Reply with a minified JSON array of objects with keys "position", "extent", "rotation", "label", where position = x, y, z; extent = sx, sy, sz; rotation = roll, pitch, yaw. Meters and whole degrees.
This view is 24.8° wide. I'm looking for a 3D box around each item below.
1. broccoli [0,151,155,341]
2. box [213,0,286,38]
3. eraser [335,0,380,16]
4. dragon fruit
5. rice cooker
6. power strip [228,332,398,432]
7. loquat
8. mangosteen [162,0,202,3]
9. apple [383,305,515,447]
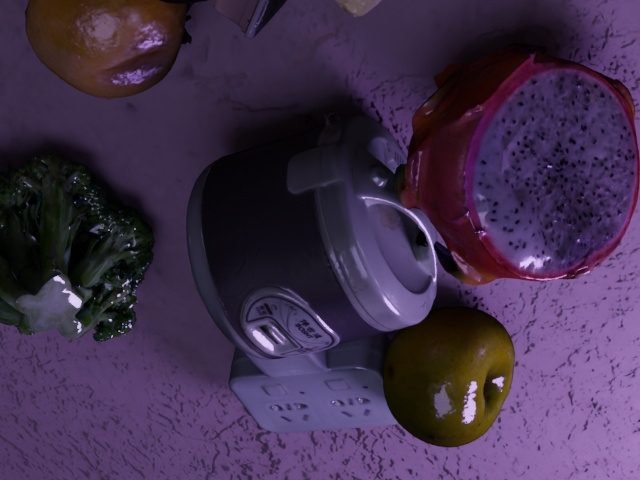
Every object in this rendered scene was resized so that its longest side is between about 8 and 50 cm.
[{"position":[-0.370,0.024,1.949],"extent":[0.294,0.245,0.265],"rotation":[17,116,-34],"label":"broccoli"},{"position":[-0.070,-0.301,1.683],"extent":[0.062,0.122,0.089],"rotation":[31,131,3],"label":"box"},{"position":[0.029,-0.334,1.594],"extent":[0.117,0.172,0.058],"rotation":[39,125,-19],"label":"eraser"},{"position":[0.218,-0.088,1.716],"extent":[0.290,0.291,0.189],"rotation":[49,158,-26],"label":"dragon fruit"},{"position":[0.002,0.001,1.818],"extent":[0.277,0.288,0.288],"rotation":[-15,125,23],"label":"rice cooker"},{"position":[-0.016,0.157,2.070],"extent":[0.229,0.141,0.261],"rotation":[-8,141,20],"label":"power strip"},{"position":[-0.242,-0.265,1.698],"extent":[0.213,0.213,0.213],"rotation":[6,131,7],"label":"loquat"},{"position":[-0.148,-0.398,1.505],"extent":[0.293,0.297,0.297],"rotation":[-21,123,31],"label":"mangosteen"},{"position":[0.172,0.183,1.987],"extent":[0.157,0.196,0.196],"rotation":[11,136,35],"label":"apple"}]
